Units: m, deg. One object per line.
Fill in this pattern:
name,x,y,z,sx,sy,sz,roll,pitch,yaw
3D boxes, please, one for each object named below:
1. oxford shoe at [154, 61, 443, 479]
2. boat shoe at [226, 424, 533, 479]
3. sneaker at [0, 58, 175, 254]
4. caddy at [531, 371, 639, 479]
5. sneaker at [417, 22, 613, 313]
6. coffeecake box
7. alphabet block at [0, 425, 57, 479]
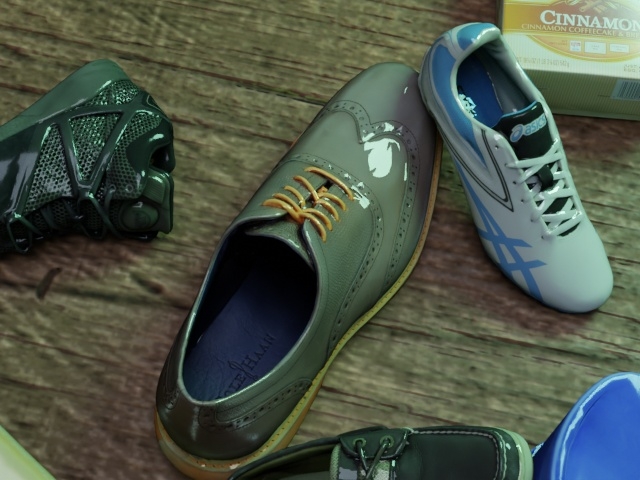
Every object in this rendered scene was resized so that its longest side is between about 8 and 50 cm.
oxford shoe,0.000,0.000,1.036,0.130,0.133,0.364,22,64,9
boat shoe,0.030,0.161,0.934,0.223,0.073,0.080,-17,57,38
sneaker,-0.195,-0.028,1.070,0.130,0.087,0.227,40,65,21
caddy,0.222,0.250,0.907,0.241,0.179,0.341,11,54,-3
sneaker,0.149,-0.051,1.070,0.085,0.086,0.237,-30,92,-18
coffeecake box,0.215,-0.196,1.168,0.142,0.068,0.185,5,65,1
alphabet block,-0.236,0.222,0.900,0.197,0.193,0.192,42,73,15
